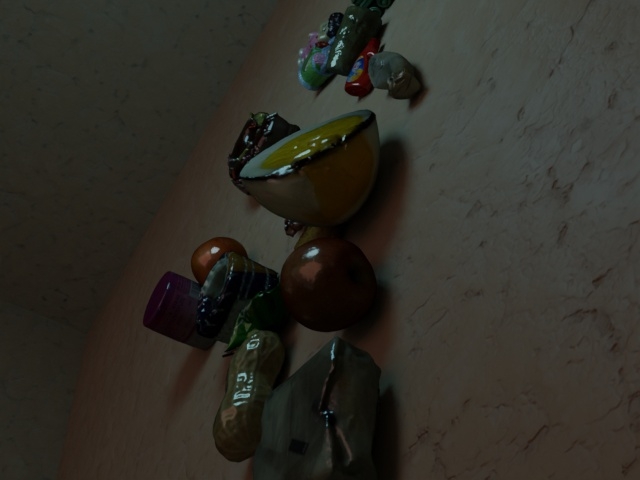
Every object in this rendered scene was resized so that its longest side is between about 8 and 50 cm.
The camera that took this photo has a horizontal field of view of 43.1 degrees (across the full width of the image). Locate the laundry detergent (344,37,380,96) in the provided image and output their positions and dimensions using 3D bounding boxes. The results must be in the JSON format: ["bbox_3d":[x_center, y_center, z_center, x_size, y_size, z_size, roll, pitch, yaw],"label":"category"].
[{"bbox_3d":[0.121,-0.454,2.095,0.097,0.049,0.165,0,63,49],"label":"laundry detergent"}]

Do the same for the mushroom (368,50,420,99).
[{"bbox_3d":[0.170,-0.376,1.842,0.092,0.081,0.223,-42,25,4],"label":"mushroom"}]

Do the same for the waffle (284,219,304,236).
[{"bbox_3d":[-0.016,-0.123,2.002,0.221,0.055,0.234,-48,20,27],"label":"waffle"}]

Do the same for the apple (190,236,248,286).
[{"bbox_3d":[-0.282,0.069,2.290,0.163,0.163,0.139,-54,50,23],"label":"apple"}]

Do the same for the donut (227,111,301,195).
[{"bbox_3d":[-0.192,-0.270,2.519,0.259,0.136,0.345,-59,19,3],"label":"donut"}]

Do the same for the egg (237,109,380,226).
[{"bbox_3d":[-0.001,-0.134,1.762,0.337,0.201,0.337,-20,18,7],"label":"egg"}]

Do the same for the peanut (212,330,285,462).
[{"bbox_3d":[-0.143,0.317,1.700,0.136,0.120,0.298,-19,42,30],"label":"peanut"}]

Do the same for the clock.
[{"bbox_3d":[0.016,-0.569,2.429,0.195,0.100,0.194,-46,30,45],"label":"clock"}]

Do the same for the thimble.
[{"bbox_3d":[-0.216,0.151,2.035,0.237,0.150,0.237,-52,24,34],"label":"thimble"}]

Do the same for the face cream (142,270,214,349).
[{"bbox_3d":[-0.382,0.202,2.310,0.175,0.195,0.175,-52,21,30],"label":"face cream"}]

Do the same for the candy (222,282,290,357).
[{"bbox_3d":[-0.130,0.181,1.836,0.078,0.141,0.203,47,117,34],"label":"candy"}]

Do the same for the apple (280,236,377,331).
[{"bbox_3d":[0.015,0.080,1.517,0.168,0.181,0.181,-31,37,43],"label":"apple"}]

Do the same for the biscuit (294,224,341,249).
[{"bbox_3d":[0.001,0.001,1.853,0.144,0.033,0.224,-58,19,2],"label":"biscuit"}]

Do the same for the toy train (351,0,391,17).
[{"bbox_3d":[0.151,-0.688,2.224,0.170,0.111,0.071,-43,24,43],"label":"toy train"}]

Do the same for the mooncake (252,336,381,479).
[{"bbox_3d":[0.002,0.317,1.316,0.254,0.136,0.250,-40,32,38],"label":"mooncake"}]

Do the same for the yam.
[{"bbox_3d":[0.086,-0.524,2.182,0.107,0.107,0.194,-6,61,66],"label":"yam"}]
